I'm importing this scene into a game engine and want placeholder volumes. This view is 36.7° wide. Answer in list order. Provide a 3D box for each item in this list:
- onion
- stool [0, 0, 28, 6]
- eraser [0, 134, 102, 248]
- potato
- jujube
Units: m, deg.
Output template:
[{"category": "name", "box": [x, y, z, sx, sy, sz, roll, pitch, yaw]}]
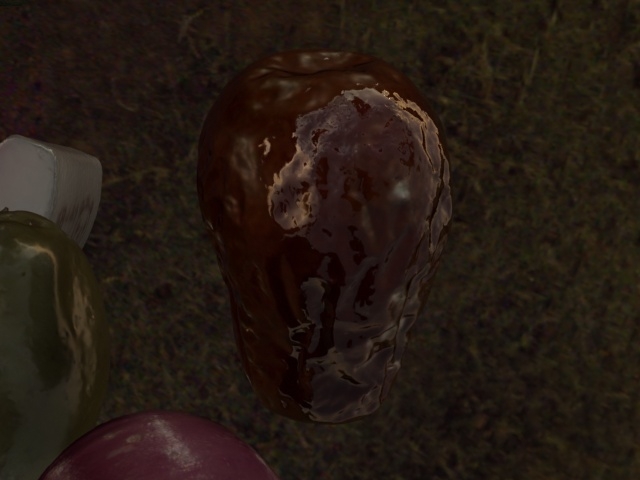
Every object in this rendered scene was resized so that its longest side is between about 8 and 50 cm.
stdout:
[{"category": "onion", "box": [-0.067, 0.198, 0.504, 0.201, 0.201, 0.207, 6, 89, -43]}, {"category": "stool", "box": [-0.210, -0.276, 0.518, 0.310, 0.310, 0.226, 70, 26, -19]}, {"category": "eraser", "box": [-0.315, -0.022, 1.052, 0.095, 0.270, 0.174, 22, 91, -3]}, {"category": "potato", "box": [-0.236, 0.093, 0.681, 0.178, 0.160, 0.235, 81, 23, -86]}, {"category": "jujube", "box": [0.000, 0.000, 0.661, 0.190, 0.190, 0.255, -9, 113, -40]}]
